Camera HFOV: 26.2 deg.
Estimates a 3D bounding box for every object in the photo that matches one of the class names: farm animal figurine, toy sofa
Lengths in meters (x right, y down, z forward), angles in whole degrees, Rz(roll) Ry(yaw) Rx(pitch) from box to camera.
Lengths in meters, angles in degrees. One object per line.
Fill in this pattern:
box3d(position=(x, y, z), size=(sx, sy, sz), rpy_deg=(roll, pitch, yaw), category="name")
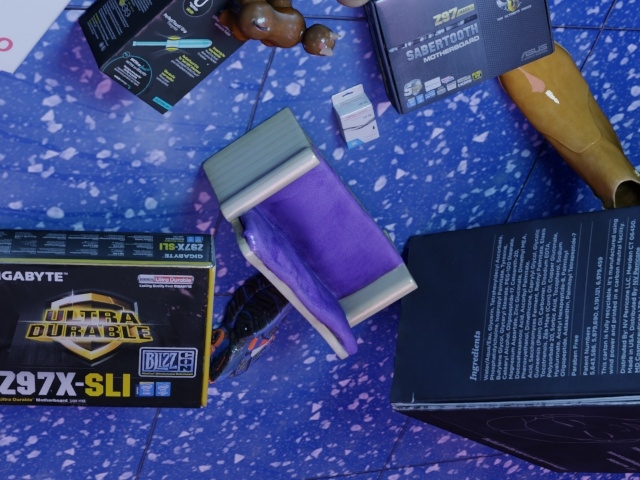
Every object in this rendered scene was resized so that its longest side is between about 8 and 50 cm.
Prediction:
box3d(position=(0.022, -0.351, 1.480), size=(0.330, 0.172, 0.327), rpy_deg=(-50, 143, -6), category="farm animal figurine")
box3d(position=(0.000, 0.000, 1.922), size=(0.150, 0.177, 0.362), rpy_deg=(-33, 139, 7), category="toy sofa")

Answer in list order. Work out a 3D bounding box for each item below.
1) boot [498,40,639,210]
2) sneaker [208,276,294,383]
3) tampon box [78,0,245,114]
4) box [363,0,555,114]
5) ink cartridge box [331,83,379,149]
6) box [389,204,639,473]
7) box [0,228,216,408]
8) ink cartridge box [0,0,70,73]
box3d(position=(0.368, -0.155, 1.931), size=(0.104, 0.211, 0.295), rpy_deg=(-38, 139, 11), category="boot")
box3d(position=(-0.101, 0.130, 2.093), size=(0.087, 0.083, 0.221), rpy_deg=(4, 138, -50), category="sneaker")
box3d(position=(-0.178, -0.253, 1.611), size=(0.161, 0.101, 0.120), rpy_deg=(-40, 139, 13), category="tampon box")
box3d(position=(0.180, -0.287, 1.789), size=(0.233, 0.059, 0.183), rpy_deg=(-23, 130, -6), category="box")
box3d(position=(0.048, -0.169, 1.882), size=(0.048, 0.028, 0.083), rpy_deg=(-24, 139, -5), category="ink cartridge box")
box3d(position=(0.443, 0.171, 2.092), size=(0.472, 0.297, 0.480), rpy_deg=(-10, 155, 40), category="box")
box3d(position=(-0.308, 0.109, 1.855), size=(0.322, 0.079, 0.257), rpy_deg=(2, 128, -7), category="box")
box3d(position=(-0.331, -0.351, 1.401), size=(0.306, 0.131, 0.226), rpy_deg=(-45, 138, 20), category="ink cartridge box")
